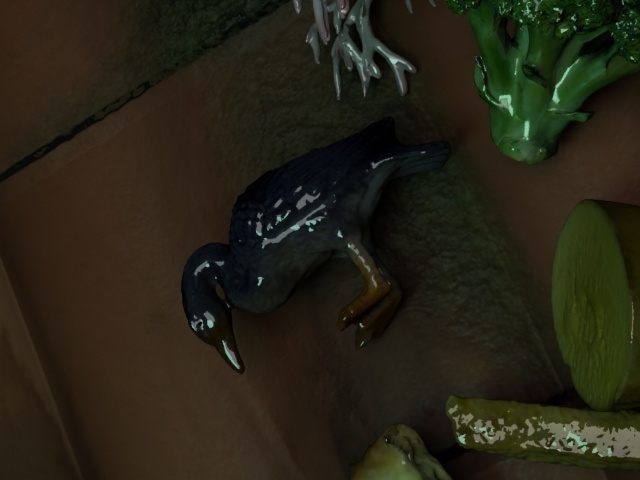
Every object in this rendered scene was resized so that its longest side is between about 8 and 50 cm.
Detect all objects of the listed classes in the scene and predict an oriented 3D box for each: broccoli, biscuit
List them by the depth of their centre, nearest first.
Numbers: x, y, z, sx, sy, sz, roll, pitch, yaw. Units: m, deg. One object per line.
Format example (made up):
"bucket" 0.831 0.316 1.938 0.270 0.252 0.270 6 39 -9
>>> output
"biscuit" 0.122 0.293 1.106 0.299 0.045 0.154 41 123 42
"broccoli" 0.226 -0.194 1.109 0.269 0.254 0.269 22 117 50

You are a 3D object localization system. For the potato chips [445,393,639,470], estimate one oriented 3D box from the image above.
"potato chips" 0.313 0.168 1.088 0.407 0.080 0.057 -3 65 23

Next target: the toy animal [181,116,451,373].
"toy animal" 0.000 0.000 1.209 0.185 0.122 0.298 40 97 22

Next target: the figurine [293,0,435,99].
"figurine" -0.029 -0.295 1.239 0.315 0.206 0.284 4 78 28

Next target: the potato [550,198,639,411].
"potato" 0.297 0.052 1.064 0.158 0.203 0.178 -1 88 -3
